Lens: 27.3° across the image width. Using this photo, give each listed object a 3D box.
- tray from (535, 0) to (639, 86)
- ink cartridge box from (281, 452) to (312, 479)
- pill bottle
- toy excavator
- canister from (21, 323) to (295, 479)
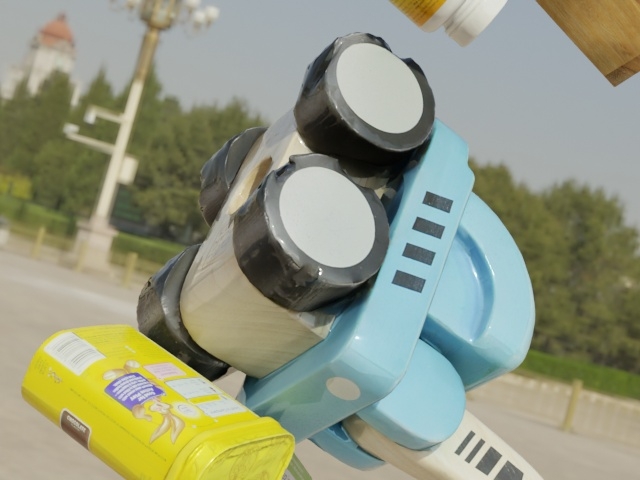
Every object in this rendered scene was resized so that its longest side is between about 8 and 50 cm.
[{"bbox_3d":[0.211,-0.325,1.102,0.076,0.410,0.203,-33,-63,33],"label":"tray"},{"bbox_3d":[-0.118,0.279,1.134,0.097,0.255,0.189,20,-19,19],"label":"ink cartridge box"},{"bbox_3d":[0.120,-0.334,1.588,0.215,0.117,0.117,41,-5,-6],"label":"pill bottle"},{"bbox_3d":[0.082,0.123,1.047,0.445,0.432,0.222,34,-39,-15],"label":"toy excavator"},{"bbox_3d":[-0.121,0.131,0.969,0.170,0.073,0.126,32,16,26],"label":"canister"}]
